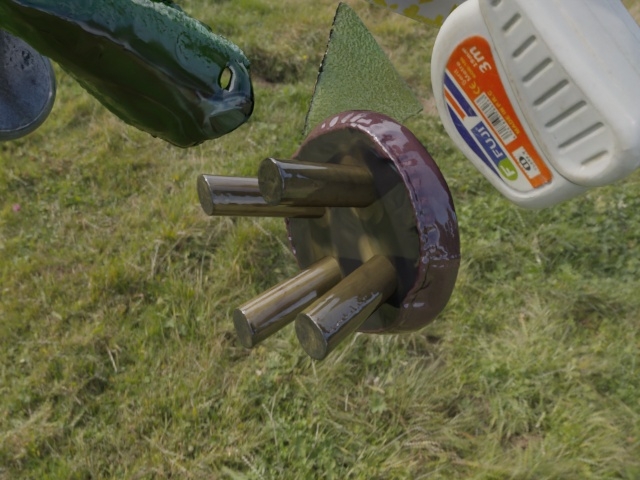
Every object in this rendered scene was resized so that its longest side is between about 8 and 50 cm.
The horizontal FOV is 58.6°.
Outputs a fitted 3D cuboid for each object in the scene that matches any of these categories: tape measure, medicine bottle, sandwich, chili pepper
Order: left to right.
[{"bbox_3d":[-0.463,-0.200,0.714,0.293,0.141,0.141,11,38,38],"label":"medicine bottle"},{"bbox_3d":[-0.145,-0.132,0.415,0.216,0.108,0.062,23,28,-44],"label":"chili pepper"},{"bbox_3d":[0.096,-0.288,1.070,0.212,0.244,0.063,15,18,-9],"label":"sandwich"},{"bbox_3d":[0.244,-0.175,0.632,0.130,0.265,0.258,-36,88,-18],"label":"tape measure"}]

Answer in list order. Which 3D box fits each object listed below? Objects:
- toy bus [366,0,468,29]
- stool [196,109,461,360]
[{"bbox_3d":[0.110,-0.359,0.781,0.227,0.081,0.074,9,42,-29],"label":"toy bus"},{"bbox_3d":[0.000,0.000,0.634,0.179,0.272,0.272,-18,54,-33],"label":"stool"}]
